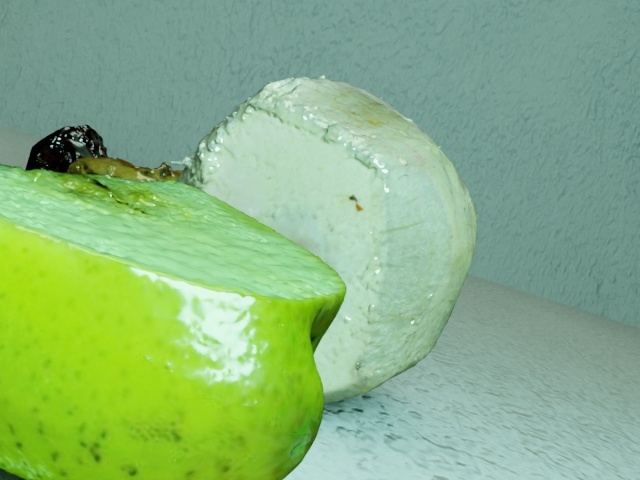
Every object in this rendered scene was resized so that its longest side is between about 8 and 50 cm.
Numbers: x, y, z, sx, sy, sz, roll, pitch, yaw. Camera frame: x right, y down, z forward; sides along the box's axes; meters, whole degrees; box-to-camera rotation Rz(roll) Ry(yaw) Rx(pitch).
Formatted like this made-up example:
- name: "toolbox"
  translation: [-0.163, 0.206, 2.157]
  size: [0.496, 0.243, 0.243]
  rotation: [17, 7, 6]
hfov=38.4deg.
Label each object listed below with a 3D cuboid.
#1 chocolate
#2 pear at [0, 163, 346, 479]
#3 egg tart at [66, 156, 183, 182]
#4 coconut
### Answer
- name: "chocolate"
  translation: [-0.436, -0.118, 1.678]
  size: [0.133, 0.156, 0.156]
  rotation: [51, 19, 23]
- name: "pear"
  translation: [-0.110, 0.061, 0.540]
  size: [0.292, 0.160, 0.292]
  rotation: [17, 8, -3]
- name: "egg tart"
  translation: [-0.166, -0.017, 1.203]
  size: [0.351, 0.153, 0.339]
  rotation: [17, 4, -9]
- name: "coconut"
  translation: [0.000, 0.000, 0.872]
  size: [0.297, 0.297, 0.254]
  rotation: [19, 16, 13]
